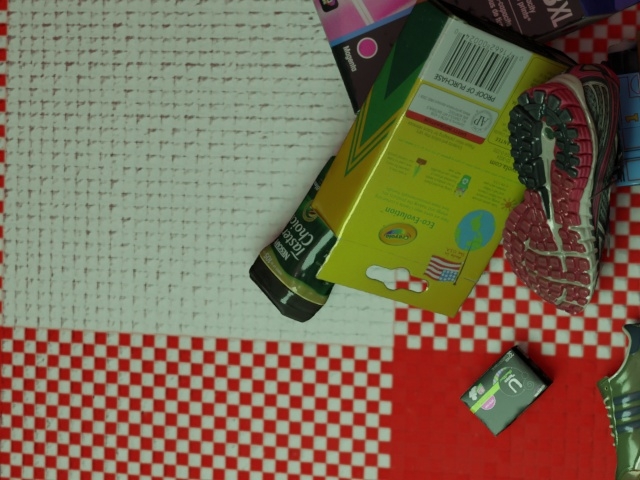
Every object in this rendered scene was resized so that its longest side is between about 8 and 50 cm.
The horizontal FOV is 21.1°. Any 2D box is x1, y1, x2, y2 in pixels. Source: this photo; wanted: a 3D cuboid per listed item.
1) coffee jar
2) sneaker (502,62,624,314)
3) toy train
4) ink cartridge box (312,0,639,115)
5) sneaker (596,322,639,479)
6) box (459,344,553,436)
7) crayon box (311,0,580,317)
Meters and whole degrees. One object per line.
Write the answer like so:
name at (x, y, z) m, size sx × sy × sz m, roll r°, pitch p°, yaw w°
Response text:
coffee jar at (0.000, 0.000, 1.968) m, size 0.184 × 0.079 × 0.096 m, roll -54°, pitch 48°, yaw 11°
sneaker at (0.275, -0.047, 1.838) m, size 0.121 × 0.112 × 0.299 m, roll 31°, pitch 138°, yaw 33°
toy train at (0.363, -0.143, 1.871) m, size 0.105 × 0.080 × 0.184 m, roll -7°, pitch 90°, yaw 22°
ink cartridge box at (0.180, -0.287, 1.927) m, size 0.371 × 0.069 × 0.176 m, roll -22°, pitch 86°, yaw 13°
sneaker at (0.343, 0.180, 1.898) m, size 0.086 × 0.064 × 0.192 m, roll 21°, pitch 97°, yaw 22°
box at (0.210, 0.169, 1.937) m, size 0.062 × 0.052 × 0.083 m, roll 46°, pitch 101°, yaw 10°
crayon box at (0.129, -0.086, 1.866) m, size 0.318 × 0.202 × 0.081 m, roll -62°, pitch 33°, yaw 15°
